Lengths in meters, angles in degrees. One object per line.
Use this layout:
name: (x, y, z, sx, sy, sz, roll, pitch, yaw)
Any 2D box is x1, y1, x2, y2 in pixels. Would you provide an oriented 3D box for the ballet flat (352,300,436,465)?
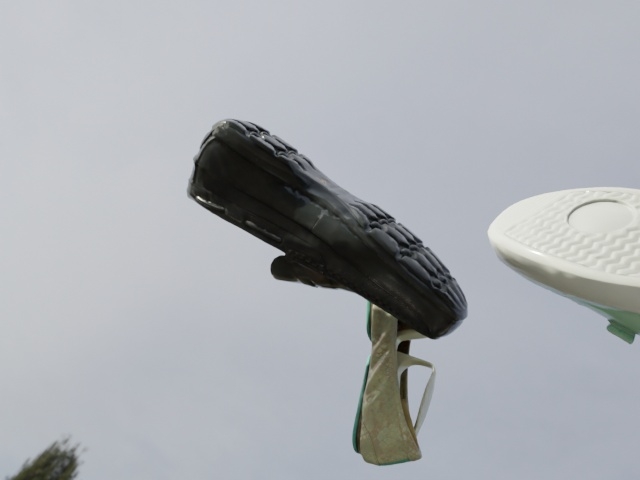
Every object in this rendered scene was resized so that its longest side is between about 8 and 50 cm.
ballet flat: (0.059, 0.080, 0.534, 0.052, 0.168, 0.057, -3, -28, 20)

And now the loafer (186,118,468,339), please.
loafer: (0.000, 0.000, 0.511, 0.223, 0.076, 0.078, 37, -71, 16)

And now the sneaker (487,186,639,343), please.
sneaker: (0.216, 0.063, 0.428, 0.256, 0.094, 0.151, 19, -43, 37)
